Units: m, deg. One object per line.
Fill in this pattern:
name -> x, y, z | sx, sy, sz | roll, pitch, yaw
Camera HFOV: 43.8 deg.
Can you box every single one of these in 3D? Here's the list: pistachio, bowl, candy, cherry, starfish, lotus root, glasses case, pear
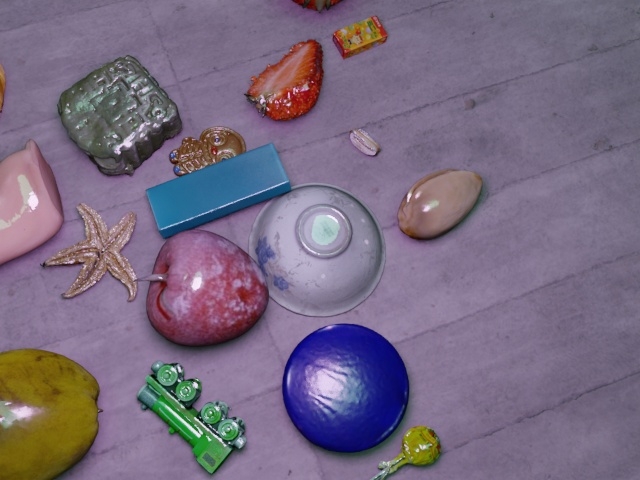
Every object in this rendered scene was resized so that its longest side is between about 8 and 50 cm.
pistachio -> 0.264, -0.081, 1.778 | 0.215, 0.144, 0.144 | -30, 78, -19
bowl -> 0.000, 0.000, 1.716 | 0.313, 0.146, 0.313 | 1, 74, -5
candy -> 0.095, -0.493, 1.931 | 0.122, 0.038, 0.062 | -25, 77, -13
cherry -> -0.249, 0.097, 1.629 | 0.285, 0.213, 0.236 | 8, 98, -26
starfish -> -0.473, 0.032, 1.711 | 0.227, 0.043, 0.240 | -35, 83, -12
lotus root -> 0.102, -0.228, 1.856 | 0.083, 0.030, 0.037 | 42, 43, 4
glasses case -> -0.222, -0.107, 1.754 | 0.301, 0.070, 0.117 | -21, 65, -4
candy -> 0.133, 0.474, 1.636 | 0.262, 0.073, 0.077 | -34, 61, -7
pear -> -0.577, 0.341, 1.506 | 0.321, 0.269, 0.269 | -6, 73, -21

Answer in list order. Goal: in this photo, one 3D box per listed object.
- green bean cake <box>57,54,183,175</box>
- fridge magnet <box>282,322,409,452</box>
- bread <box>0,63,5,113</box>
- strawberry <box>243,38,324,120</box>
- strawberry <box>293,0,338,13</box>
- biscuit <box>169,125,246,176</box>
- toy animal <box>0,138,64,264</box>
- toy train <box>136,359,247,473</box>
green bean cake -> -0.447, -0.272, 1.769 | 0.227, 0.125, 0.222 | -39, 80, -10
fridge magnet -> 0.052, 0.303, 1.646 | 0.265, 0.113, 0.265 | 1, 74, -5
bread -> -0.777, -0.346, 1.764 | 0.132, 0.114, 0.190 | -3, 68, -4
strawberry -> -0.059, -0.351, 1.846 | 0.236, 0.107, 0.175 | -36, 43, -16
strawberry -> 0.007, -0.709, 1.885 | 0.250, 0.238, 0.288 | -6, 62, 13
biscuit -> -0.254, -0.196, 1.811 | 0.175, 0.026, 0.124 | -19, 75, -11
toy animal -> -0.662, -0.063, 1.646 | 0.256, 0.195, 0.213 | -30, 70, -11
toy train -> -0.264, 0.353, 1.620 | 0.251, 0.085, 0.119 | 39, 89, 10
